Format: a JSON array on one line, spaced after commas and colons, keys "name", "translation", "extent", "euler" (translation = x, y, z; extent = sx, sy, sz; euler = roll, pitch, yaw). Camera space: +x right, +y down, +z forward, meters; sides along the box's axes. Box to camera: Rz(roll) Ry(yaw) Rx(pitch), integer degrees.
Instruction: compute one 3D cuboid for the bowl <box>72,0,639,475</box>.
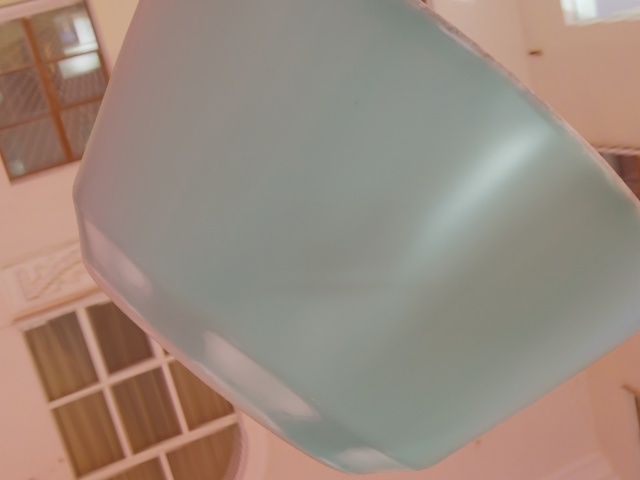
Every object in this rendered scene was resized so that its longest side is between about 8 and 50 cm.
[{"name": "bowl", "translation": [0.000, 0.000, 0.462], "extent": [0.163, 0.311, 0.311], "euler": [-52, -159, -2]}]
